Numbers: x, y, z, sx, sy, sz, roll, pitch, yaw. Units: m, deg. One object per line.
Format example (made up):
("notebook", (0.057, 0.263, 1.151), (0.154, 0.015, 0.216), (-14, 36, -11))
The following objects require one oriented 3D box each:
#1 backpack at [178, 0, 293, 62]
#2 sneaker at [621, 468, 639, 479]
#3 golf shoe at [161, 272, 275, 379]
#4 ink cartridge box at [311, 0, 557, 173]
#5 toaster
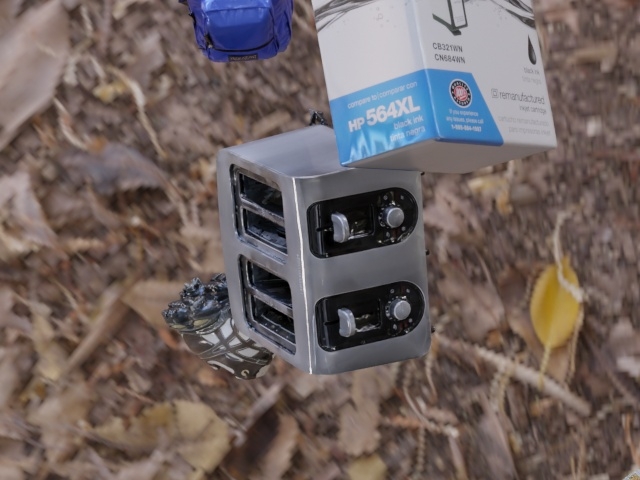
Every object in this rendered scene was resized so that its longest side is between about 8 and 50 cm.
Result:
("backpack", (-0.073, -0.202, 1.578), (0.098, 0.120, 0.101), (0, 66, 2))
("sneaker", (0.208, 0.190, 1.216), (0.032, 0.037, 0.083), (20, 65, 49))
("golf shoe", (-0.051, 0.078, 1.634), (0.198, 0.094, 0.077), (-2, 34, 49))
("ink cartridge box", (0.071, -0.153, 1.211), (0.086, 0.148, 0.203), (-15, 81, 38))
("toaster", (0.000, 0.000, 1.443), (0.110, 0.185, 0.168), (-12, 110, -26))
